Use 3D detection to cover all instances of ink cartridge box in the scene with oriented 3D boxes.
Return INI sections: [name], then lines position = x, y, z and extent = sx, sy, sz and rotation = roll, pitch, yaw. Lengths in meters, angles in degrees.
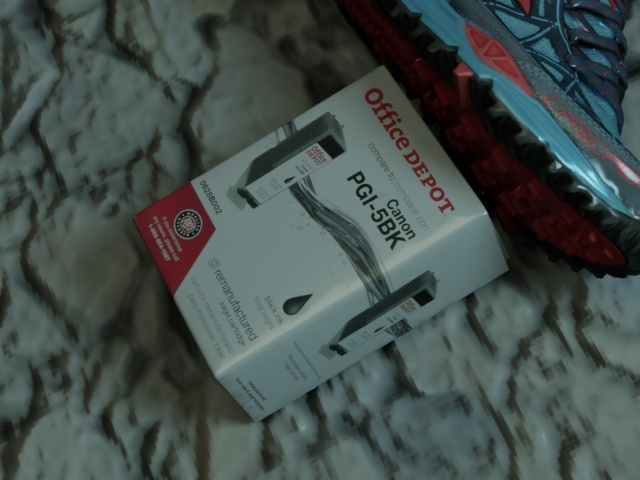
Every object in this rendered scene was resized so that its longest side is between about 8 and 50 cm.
[ink cartridge box]
position = 0.000, 0.000, 0.628
extent = 0.135, 0.056, 0.099
rotation = -32, 57, 0

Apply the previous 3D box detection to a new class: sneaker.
[sneaker]
position = 0.093, -0.102, 0.628
extent = 0.125, 0.104, 0.262
rotation = -31, 58, -3
